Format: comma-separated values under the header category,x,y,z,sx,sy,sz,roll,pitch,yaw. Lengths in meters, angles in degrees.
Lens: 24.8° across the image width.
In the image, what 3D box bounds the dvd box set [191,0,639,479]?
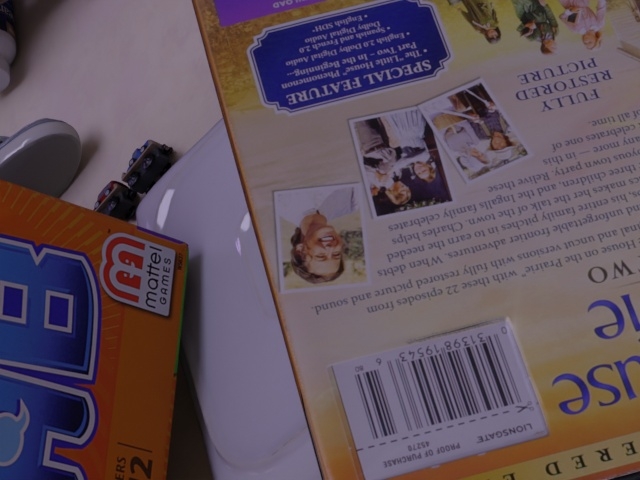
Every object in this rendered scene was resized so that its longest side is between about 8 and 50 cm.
category,x,y,z,sx,sy,sz,roll,pitch,yaw
dvd box set,0.107,-0.057,0.780,0.308,0.062,0.420,-15,60,-4

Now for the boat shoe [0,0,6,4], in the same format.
category,x,y,z,sx,sy,sz,roll,pitch,yaw
boat shoe,-0.355,-0.240,1.347,0.324,0.116,0.096,-32,54,7

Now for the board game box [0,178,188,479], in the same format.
category,x,y,z,sx,sy,sz,roll,pitch,yaw
board game box,-0.349,0.165,1.038,0.356,0.356,0.356,-29,49,48

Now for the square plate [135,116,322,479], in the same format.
category,x,y,z,sx,sy,sz,roll,pitch,yaw
square plate,0.000,0.000,1.023,0.347,0.049,0.344,-43,49,28

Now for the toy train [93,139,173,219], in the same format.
category,x,y,z,sx,sy,sz,roll,pitch,yaw
toy train,-0.174,-0.030,1.234,0.158,0.027,0.036,-46,37,26

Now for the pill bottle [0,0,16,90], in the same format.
category,x,y,z,sx,sy,sz,roll,pitch,yaw
pill bottle,-0.333,-0.205,1.428,0.067,0.067,0.120,-33,55,35

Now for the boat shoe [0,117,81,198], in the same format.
category,x,y,z,sx,sy,sz,roll,pitch,yaw
boat shoe,-0.302,-0.053,1.334,0.227,0.079,0.081,-41,55,33
